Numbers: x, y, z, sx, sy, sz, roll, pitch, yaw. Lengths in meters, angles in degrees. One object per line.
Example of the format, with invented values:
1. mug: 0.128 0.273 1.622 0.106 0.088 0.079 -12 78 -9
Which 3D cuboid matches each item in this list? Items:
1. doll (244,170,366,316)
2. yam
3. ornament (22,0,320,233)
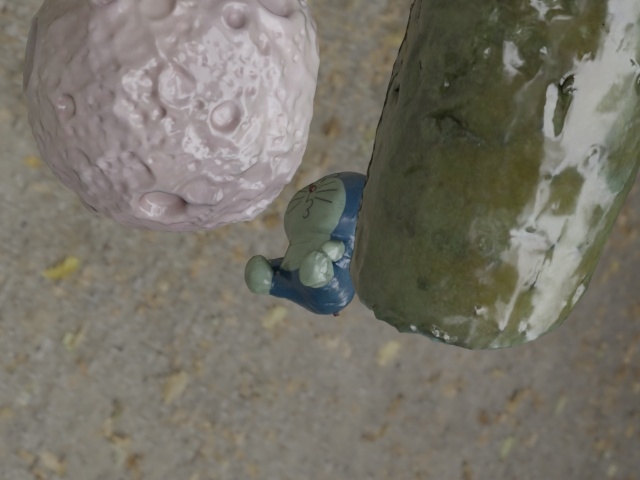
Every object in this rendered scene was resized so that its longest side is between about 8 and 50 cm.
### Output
1. doll: 0.000 0.000 0.897 0.050 0.076 0.083 39 60 -32
2. yam: 0.080 -0.058 0.652 0.107 0.107 0.194 -4 116 -51
3. ornament: -0.129 -0.135 1.360 0.225 0.259 0.259 7 107 -18
